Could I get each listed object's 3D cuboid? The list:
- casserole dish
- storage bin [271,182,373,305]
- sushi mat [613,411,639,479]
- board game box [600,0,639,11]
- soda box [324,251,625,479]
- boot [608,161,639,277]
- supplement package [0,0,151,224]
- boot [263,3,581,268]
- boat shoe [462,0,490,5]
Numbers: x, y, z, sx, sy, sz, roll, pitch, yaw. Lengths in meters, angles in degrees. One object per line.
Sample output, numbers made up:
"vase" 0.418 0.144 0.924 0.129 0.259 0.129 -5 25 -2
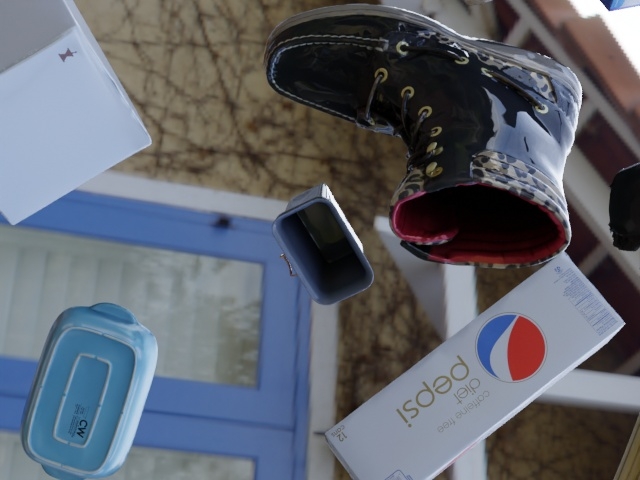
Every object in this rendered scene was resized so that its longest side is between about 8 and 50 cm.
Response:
"casserole dish" -0.232 0.154 1.078 0.037 0.114 0.188 -87 -165 -84
"storage bin" 0.000 0.000 1.362 0.135 0.098 0.091 59 15 -20
"sushi mat" 0.221 0.260 0.716 0.151 0.019 0.316 43 -57 53
"board game box" 0.422 -0.530 1.511 0.347 0.078 0.233 100 -30 -50
"soda box" 0.109 0.105 0.782 0.069 0.216 0.074 52 -6 16
"boot" 0.324 -0.083 0.981 0.207 0.094 0.246 -33 -106 67
"supplement package" -0.199 -0.119 0.689 0.179 0.105 0.105 56 -5 40
"boot" 0.106 -0.118 1.199 0.284 0.377 0.138 -79 -176 -48
"boat shoe" 0.160 -0.296 1.026 0.110 0.122 0.341 62 30 -13
